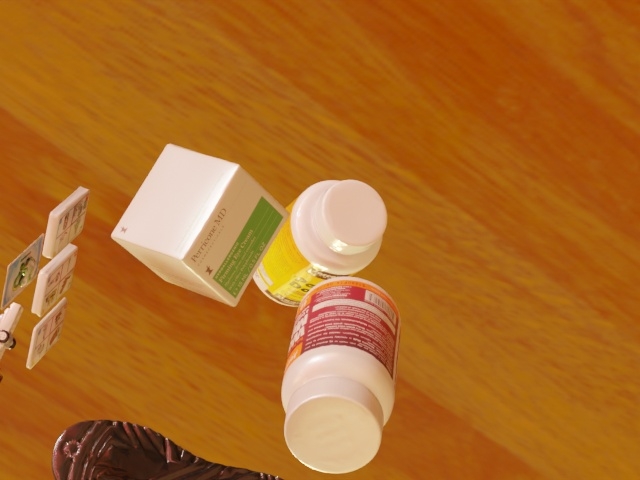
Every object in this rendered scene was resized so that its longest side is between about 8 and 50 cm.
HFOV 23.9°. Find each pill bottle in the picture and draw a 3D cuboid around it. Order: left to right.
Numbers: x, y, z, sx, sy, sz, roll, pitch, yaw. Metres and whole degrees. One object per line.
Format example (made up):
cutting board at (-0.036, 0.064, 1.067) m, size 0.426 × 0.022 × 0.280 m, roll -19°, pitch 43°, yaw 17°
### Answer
pill bottle at (0.000, 0.000, 1.844) m, size 0.117 × 0.215 × 0.117 m, roll 8°, pitch 70°, yaw -21°
pill bottle at (0.022, 0.143, 1.632) m, size 0.121 × 0.221 × 0.121 m, roll 3°, pitch 120°, yaw 5°

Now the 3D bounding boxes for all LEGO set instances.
LEGO set at (-0.301, 0.066, 1.436) m, size 0.060 × 0.244 × 0.183 m, roll 20°, pitch 118°, yaw 7°

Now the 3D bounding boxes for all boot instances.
boot at (-0.148, 0.262, 1.479) m, size 0.246 × 0.207 × 0.094 m, roll 16°, pitch 66°, yaw -7°

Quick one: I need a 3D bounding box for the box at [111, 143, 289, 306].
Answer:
box at (-0.104, -0.014, 1.316) m, size 0.087 × 0.102 × 0.101 m, roll 44°, pitch 71°, yaw -44°
